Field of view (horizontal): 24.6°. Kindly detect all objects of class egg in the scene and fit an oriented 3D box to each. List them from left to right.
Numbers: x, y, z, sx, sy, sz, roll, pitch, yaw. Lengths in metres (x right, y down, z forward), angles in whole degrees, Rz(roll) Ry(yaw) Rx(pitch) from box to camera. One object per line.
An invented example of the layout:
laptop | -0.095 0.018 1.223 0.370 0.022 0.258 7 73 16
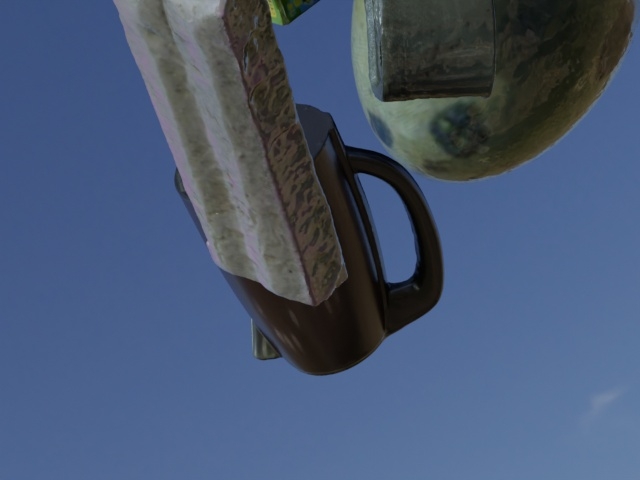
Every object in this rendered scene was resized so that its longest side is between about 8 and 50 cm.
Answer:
egg | 0.209 -0.274 1.804 0.345 0.345 0.427 18 -84 -56

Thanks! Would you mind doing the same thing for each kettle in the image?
kettle | 0.000 0.000 1.318 0.202 0.144 0.232 -25 -56 -1

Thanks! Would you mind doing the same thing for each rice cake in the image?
rice cake | -0.061 -0.074 0.995 0.050 0.106 0.298 -51 -35 -29

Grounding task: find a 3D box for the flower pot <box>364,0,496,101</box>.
flower pot | 0.095 -0.241 1.357 0.108 0.229 0.103 -5 4 -6

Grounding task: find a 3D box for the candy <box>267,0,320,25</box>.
candy | -0.010 -0.369 1.892 0.194 0.062 0.097 -40 -53 -26
